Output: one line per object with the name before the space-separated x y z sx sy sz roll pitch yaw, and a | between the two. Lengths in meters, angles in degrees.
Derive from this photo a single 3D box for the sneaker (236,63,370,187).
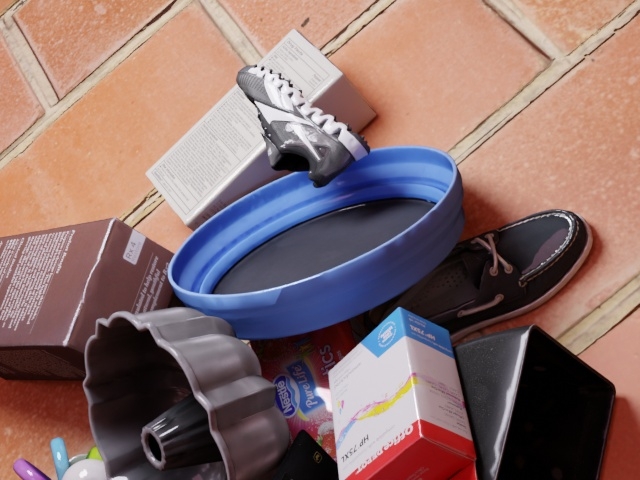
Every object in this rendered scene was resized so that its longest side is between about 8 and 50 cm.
sneaker | -0.048 -0.151 1.604 0.234 0.078 0.106 39 84 27

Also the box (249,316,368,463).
box | 0.014 0.203 1.474 0.122 0.128 0.257 -29 52 13

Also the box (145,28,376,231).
box | -0.087 -0.142 1.743 0.311 0.121 0.148 -43 50 3

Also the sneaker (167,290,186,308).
sneaker | -0.194 0.146 1.681 0.118 0.083 0.222 5 63 18

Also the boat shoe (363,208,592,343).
boat shoe | 0.194 0.048 1.479 0.302 0.091 0.114 -36 51 9

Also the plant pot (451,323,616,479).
plant pot | 0.198 0.216 1.332 0.167 0.187 0.188 -6 59 44

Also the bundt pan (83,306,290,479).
bundt pan | -0.146 0.223 1.401 0.124 0.331 0.331 -18 39 -34

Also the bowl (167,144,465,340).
bowl | 0.000 0.000 1.516 0.391 0.077 0.391 -19 21 8

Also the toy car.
toy car | -0.357 0.344 1.583 0.182 0.136 0.159 -60 9 -11

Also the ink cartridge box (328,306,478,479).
ink cartridge box | 0.085 0.203 1.270 0.134 0.078 0.231 -46 31 30

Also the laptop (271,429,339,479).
laptop | 0.060 0.347 1.237 0.136 0.264 0.234 -31 17 40

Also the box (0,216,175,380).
box | -0.382 0.092 1.717 0.381 0.143 0.191 -7 58 49
